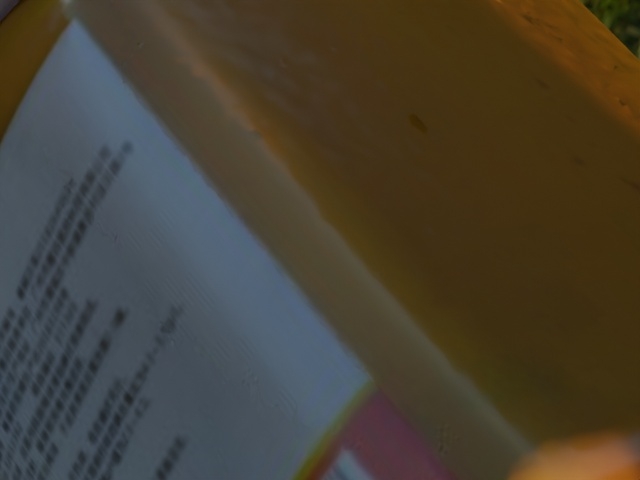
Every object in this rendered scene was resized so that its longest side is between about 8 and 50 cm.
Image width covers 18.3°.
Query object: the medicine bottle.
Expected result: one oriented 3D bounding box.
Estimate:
[{"bbox_3d":[0.000,0.001,0.419,0.149,0.112,0.222,-8,48,-44],"label":"medicine bottle"}]
